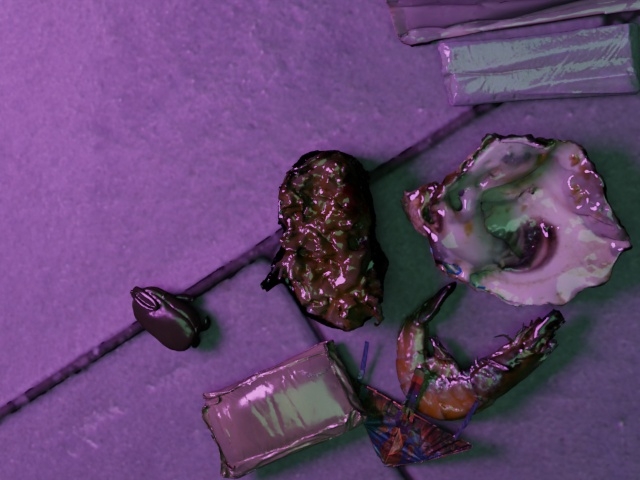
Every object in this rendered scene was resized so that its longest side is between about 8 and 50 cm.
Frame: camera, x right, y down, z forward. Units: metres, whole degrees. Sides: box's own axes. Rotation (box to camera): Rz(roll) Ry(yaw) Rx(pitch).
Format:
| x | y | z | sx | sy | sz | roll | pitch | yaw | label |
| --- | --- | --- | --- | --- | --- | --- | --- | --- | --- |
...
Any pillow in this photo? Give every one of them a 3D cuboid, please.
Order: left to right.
| x | y | z | sx | sy | sz | roll | pitch | yaw | label |
| --- | --- | --- | --- | --- | --- | --- | --- | --- | --- |
| -0.052 | 0.216 | 1.147 | 0.208 | 0.053 | 0.119 | -25 | 89 | 13 | pillow |

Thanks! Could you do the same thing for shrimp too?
| x | y | z | sx | sy | sz | roll | pitch | yaw | label |
| --- | --- | --- | --- | --- | --- | --- | --- | --- | --- |
| 0.183 | 0.124 | 1.096 | 0.217 | 0.051 | 0.150 | -37 | 83 | 17 | shrimp |

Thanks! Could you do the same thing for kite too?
| x | y | z | sx | sy | sz | roll | pitch | yaw | label |
| --- | --- | --- | --- | --- | --- | --- | --- | --- | --- |
| 0.101 | 0.222 | 1.124 | 0.183 | 0.010 | 0.160 | 27 | 117 | 20 | kite |

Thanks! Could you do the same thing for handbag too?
| x | y | z | sx | sy | sz | roll | pitch | yaw | label |
| --- | --- | --- | --- | --- | --- | --- | --- | --- | --- |
| -0.198 | 0.093 | 1.158 | 0.111 | 0.047 | 0.072 | 35 | 108 | 4 | handbag |

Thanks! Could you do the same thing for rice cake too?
| x | y | z | sx | sy | sz | roll | pitch | yaw | label |
| --- | --- | --- | --- | --- | --- | --- | --- | --- | --- |
| 0.248 | -0.198 | 1.037 | 0.222 | 0.042 | 0.080 | -4 | 102 | 10 | rice cake |

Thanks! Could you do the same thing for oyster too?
| x | y | z | sx | sy | sz | roll | pitch | yaw | label |
| --- | --- | --- | --- | --- | --- | --- | --- | --- | --- |
| 0.230 | -0.019 | 1.048 | 0.214 | 0.083 | 0.223 | -34 | 97 | 17 | oyster |

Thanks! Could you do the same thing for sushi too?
| x | y | z | sx | sy | sz | roll | pitch | yaw | label |
| --- | --- | --- | --- | --- | --- | --- | --- | --- | --- |
| 0.000 | 0.000 | 1.075 | 0.147 | 0.115 | 0.212 | -4 | 98 | 10 | sushi |

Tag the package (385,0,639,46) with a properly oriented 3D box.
| x | y | z | sx | sy | sz | roll | pitch | yaw | label |
| --- | --- | --- | --- | --- | --- | --- | --- | --- | --- |
| 0.213 | -0.340 | 0.960 | 0.311 | 0.165 | 0.221 | -6 | 97 | 10 | package |
